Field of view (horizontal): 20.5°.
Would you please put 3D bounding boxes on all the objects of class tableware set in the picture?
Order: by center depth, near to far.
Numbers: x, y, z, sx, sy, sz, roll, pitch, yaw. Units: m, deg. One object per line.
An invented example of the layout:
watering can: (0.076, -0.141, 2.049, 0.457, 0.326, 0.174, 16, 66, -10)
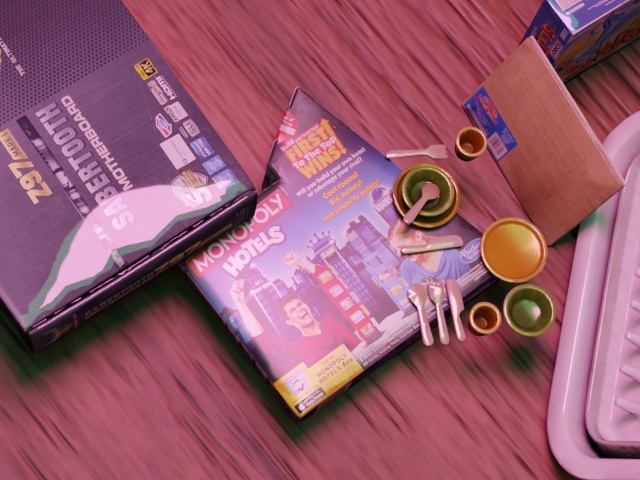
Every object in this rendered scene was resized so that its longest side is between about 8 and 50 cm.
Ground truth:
tableware set: (0.107, -0.004, 1.226, 0.104, 0.024, 0.154, -7, 73, -10)

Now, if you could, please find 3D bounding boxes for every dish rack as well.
dish rack: (0.313, 0.033, 1.182, 0.072, 0.333, 0.285, 25, 68, -38)

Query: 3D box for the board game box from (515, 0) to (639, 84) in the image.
board game box: (0.238, -0.185, 1.304, 0.201, 0.136, 0.035, -32, 79, -15)

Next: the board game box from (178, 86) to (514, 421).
board game box: (0.000, 0.000, 1.255, 0.194, 0.060, 0.194, -35, 79, -16)

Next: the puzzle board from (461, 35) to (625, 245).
puzzle board: (0.161, -0.072, 1.283, 0.011, 0.096, 0.128, -21, 76, -36)

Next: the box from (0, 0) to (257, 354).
box: (-0.181, -0.068, 1.197, 0.183, 0.059, 0.232, -32, 76, -13)
